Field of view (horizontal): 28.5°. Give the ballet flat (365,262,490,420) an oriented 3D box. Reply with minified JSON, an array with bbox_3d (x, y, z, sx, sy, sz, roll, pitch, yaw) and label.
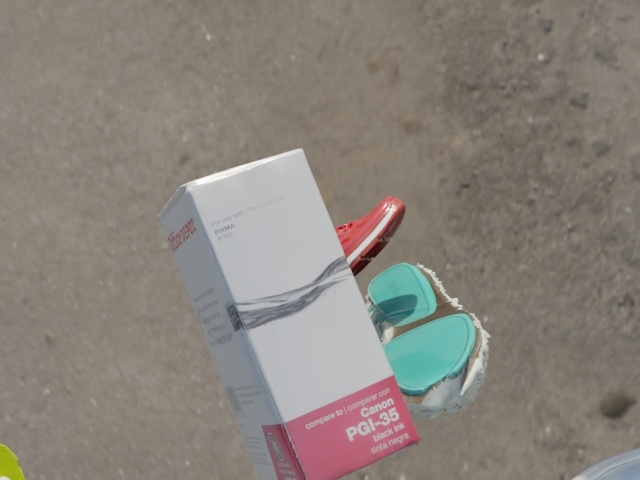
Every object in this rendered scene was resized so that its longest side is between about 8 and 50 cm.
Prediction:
[{"bbox_3d":[0.148,0.147,1.613,0.147,0.147,0.409,-6,19,-1],"label":"ballet flat"}]

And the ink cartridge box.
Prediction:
[{"bbox_3d":[-0.037,0.076,1.164,0.117,0.207,0.283,-21,88,-16],"label":"ink cartridge box"}]

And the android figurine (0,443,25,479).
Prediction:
[{"bbox_3d":[-0.425,0.301,1.443,0.056,0.273,0.248,-20,56,28],"label":"android figurine"}]

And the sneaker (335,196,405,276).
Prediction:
[{"bbox_3d":[0.000,0.000,1.650,0.128,0.087,0.221,44,95,11],"label":"sneaker"}]

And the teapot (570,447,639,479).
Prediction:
[{"bbox_3d":[0.220,0.259,0.760,0.252,0.187,0.256,-5,48,0],"label":"teapot"}]
